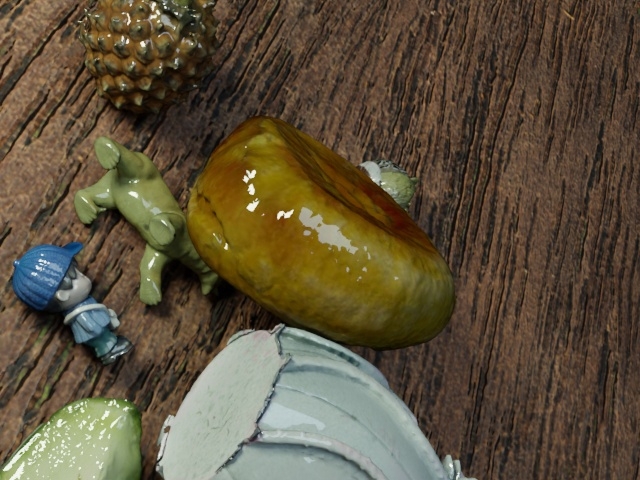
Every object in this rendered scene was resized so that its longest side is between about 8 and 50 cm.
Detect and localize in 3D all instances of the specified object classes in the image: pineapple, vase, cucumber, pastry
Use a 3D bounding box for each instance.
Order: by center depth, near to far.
[{"bbox_3d":[-0.270,0.308,0.961,0.145,0.105,0.325,9,57,16],"label":"cucumber"},{"bbox_3d":[0.050,0.290,1.076,0.445,0.250,0.249,39,56,-24],"label":"vase"},{"bbox_3d":[0.000,0.000,1.119,0.356,0.356,0.164,36,101,-16],"label":"pastry"},{"bbox_3d":[-0.195,-0.241,1.157,0.166,0.193,0.166,16,57,-26],"label":"pineapple"}]

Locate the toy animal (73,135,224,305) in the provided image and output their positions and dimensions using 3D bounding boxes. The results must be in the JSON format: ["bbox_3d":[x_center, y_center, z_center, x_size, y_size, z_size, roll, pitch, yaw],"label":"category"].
[{"bbox_3d":[-0.189,-0.020,1.151,0.218,0.103,0.101,52,30,1],"label":"toy animal"}]

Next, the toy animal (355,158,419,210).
[{"bbox_3d":[0.081,-0.071,1.332,0.098,0.098,0.137,47,37,-8],"label":"toy animal"}]

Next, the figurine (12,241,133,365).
[{"bbox_3d":[-0.268,0.068,1.075,0.087,0.086,0.149,-35,104,-13],"label":"figurine"}]
